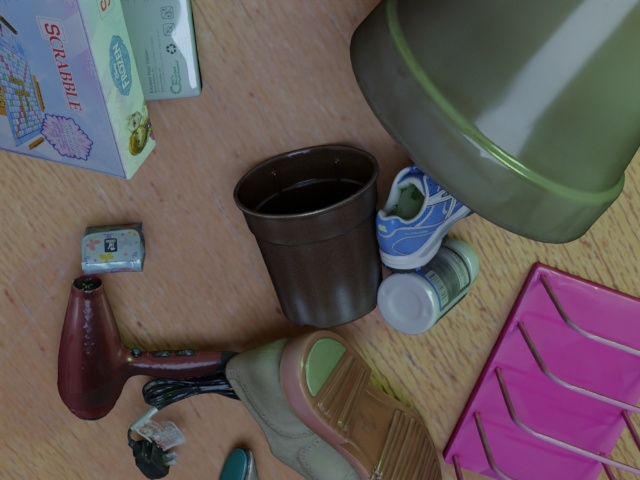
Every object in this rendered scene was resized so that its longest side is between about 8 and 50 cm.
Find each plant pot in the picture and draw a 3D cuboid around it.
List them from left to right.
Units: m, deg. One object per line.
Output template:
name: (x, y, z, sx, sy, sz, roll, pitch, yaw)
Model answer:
plant pot: (0.000, 0.000, 1.487, 0.167, 0.167, 0.165, -13, 119, 1)
plant pot: (0.239, -0.204, 1.294, 0.323, 0.323, 0.280, 33, 123, -15)

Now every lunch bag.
lunch bag: (-0.241, 0.012, 1.507, 0.071, 0.083, 0.053, -4, 111, -2)

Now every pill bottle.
pill bottle: (0.129, 0.050, 1.512, 0.078, 0.137, 0.078, 13, 116, 27)

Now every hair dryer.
hair dryer: (-0.212, 0.145, 1.572, 0.223, 0.080, 0.293, -38, 123, 7)

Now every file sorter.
file sorter: (0.309, 0.216, 1.569, 0.202, 0.182, 0.291, 19, 108, -10)

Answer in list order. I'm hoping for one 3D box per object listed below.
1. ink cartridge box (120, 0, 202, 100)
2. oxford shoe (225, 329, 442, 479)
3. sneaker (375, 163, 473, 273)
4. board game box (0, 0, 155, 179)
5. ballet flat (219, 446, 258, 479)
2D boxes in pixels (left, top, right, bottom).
ink cartridge box: (-0.253, -0.259, 1.423, 0.224, 0.045, 0.223, -5, 111, -1)
oxford shoe: (0.030, 0.252, 1.603, 0.146, 0.140, 0.397, -7, 130, 36)
sneaker: (0.134, -0.060, 1.460, 0.211, 0.080, 0.081, -54, 142, -25)
board game box: (-0.342, -0.226, 1.287, 0.318, 0.066, 0.319, 14, 138, 20)
ballet flat: (-0.108, 0.333, 1.664, 0.052, 0.057, 0.168, 6, 117, -36)
